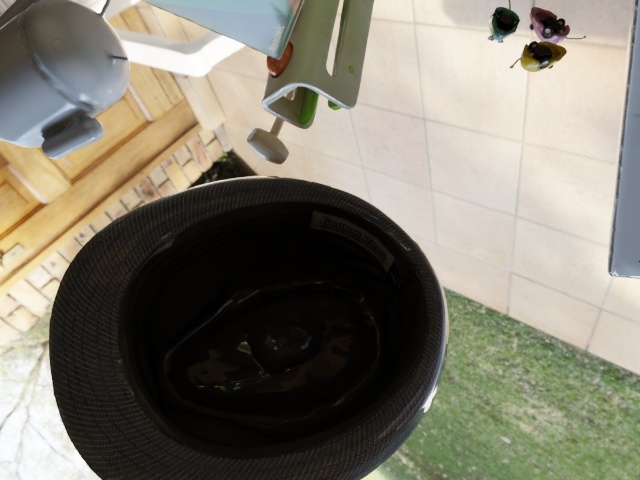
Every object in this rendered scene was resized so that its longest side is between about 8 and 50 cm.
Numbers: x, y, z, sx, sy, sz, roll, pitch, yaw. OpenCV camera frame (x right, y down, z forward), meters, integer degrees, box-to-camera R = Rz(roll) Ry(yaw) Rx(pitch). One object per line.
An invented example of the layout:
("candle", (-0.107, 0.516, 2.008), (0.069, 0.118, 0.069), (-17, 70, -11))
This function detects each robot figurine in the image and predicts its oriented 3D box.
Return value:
("robot figurine", (-0.506, -0.306, 0.888), (0.299, 0.354, 0.200), (67, -162, -3))

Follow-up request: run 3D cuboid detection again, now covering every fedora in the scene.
("fedora", (-0.043, 0.075, 0.377), (0.243, 0.276, 0.124), (61, 158, 24))

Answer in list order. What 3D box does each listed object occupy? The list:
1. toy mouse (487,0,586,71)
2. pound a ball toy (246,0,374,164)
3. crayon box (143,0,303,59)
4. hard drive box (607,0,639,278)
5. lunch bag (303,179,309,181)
("toy mouse", (0.283, -0.288, 0.662), (0.031, 0.161, 0.143), (108, 143, -60))
("pound a ball toy", (-0.040, -0.310, 0.795), (0.136, 0.318, 0.208), (21, 163, -35))
("crayon box", (-0.114, -0.276, 0.213), (0.313, 0.106, 0.363), (18, 164, -13))
("hard drive box", (0.307, -0.082, 0.325), (0.181, 0.089, 0.232), (5, 124, 29))
("lunch bag", (0.000, 0.000, 0.952), (0.279, 0.224, 0.107), (37, 131, 20))
